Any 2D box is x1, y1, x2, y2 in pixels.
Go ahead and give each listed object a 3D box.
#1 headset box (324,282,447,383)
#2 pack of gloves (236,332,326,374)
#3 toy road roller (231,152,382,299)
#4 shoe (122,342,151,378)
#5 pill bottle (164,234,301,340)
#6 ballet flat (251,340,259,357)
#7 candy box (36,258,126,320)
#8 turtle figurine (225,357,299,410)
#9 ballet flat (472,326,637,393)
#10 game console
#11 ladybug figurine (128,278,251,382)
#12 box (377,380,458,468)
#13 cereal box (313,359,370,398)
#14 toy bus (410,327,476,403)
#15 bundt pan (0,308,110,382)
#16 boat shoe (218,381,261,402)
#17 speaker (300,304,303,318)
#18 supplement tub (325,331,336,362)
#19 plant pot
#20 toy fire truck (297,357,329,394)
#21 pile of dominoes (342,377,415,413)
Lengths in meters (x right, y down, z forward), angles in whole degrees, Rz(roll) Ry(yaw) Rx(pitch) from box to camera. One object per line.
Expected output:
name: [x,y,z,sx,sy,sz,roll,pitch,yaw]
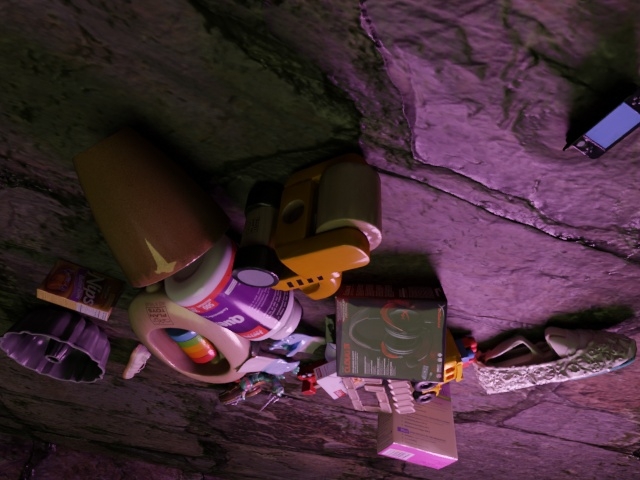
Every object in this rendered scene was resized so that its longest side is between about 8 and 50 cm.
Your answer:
headset box: [0.157,0.226,1.026,0.293,0.110,0.218,1,103,9]
pack of gloves: [-0.094,0.346,1.190,0.195,0.046,0.232,-43,145,16]
toy road roller: [0.000,0.000,0.834,0.330,0.202,0.240,-17,142,31]
shoe: [-0.657,0.443,1.468,0.058,0.076,0.219,28,131,-11]
pill bottle: [-0.189,0.123,0.974,0.182,0.181,0.323,-21,138,28]
ballet flat: [-0.248,0.393,1.355,0.072,0.068,0.213,15,136,-5]
candy box: [-0.656,0.136,1.134,0.187,0.109,0.053,24,134,-16]
turtle figurine: [-0.183,0.447,1.305,0.175,0.234,0.118,-9,91,36]
ballet flat: [0.594,0.308,1.096,0.409,0.147,0.147,-31,123,33]
game console: [0.466,-0.180,0.657,0.107,0.071,0.122,26,134,-16]
ladybug figurine: [-0.346,0.241,1.150,0.305,0.162,0.449,-3,135,13]
box: [0.302,0.566,1.315,0.214,0.243,0.117,18,136,-9]
cereal box: [0.118,0.394,1.246,0.240,0.047,0.173,-25,137,4]
toy bus: [0.347,0.352,1.182,0.212,0.149,0.220,-15,135,2]
bundt pan: [-0.858,0.343,1.367,0.331,0.124,0.330,5,135,5]
boat shoe: [-0.309,0.552,1.534,0.207,0.073,0.073,-27,88,27]
speaker: [-0.112,0.223,1.170,0.055,0.055,0.136,36,129,-25]
supplement tub: [0.053,0.319,1.230,0.071,0.071,0.107,9,136,1]
plant pot: [-0.347,-0.079,0.803,0.237,0.237,0.254,-18,117,25]
toy fire truck: [-0.007,0.469,1.408,0.192,0.047,0.135,-22,128,27]
pile of dominoes: [0.168,0.417,1.185,0.196,0.040,0.251,-3,130,22]
